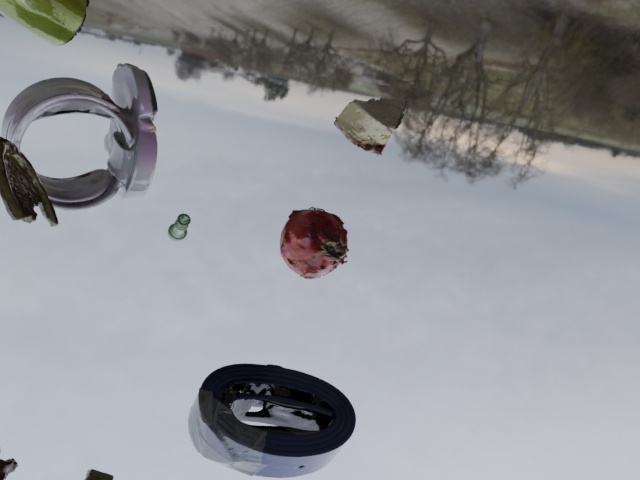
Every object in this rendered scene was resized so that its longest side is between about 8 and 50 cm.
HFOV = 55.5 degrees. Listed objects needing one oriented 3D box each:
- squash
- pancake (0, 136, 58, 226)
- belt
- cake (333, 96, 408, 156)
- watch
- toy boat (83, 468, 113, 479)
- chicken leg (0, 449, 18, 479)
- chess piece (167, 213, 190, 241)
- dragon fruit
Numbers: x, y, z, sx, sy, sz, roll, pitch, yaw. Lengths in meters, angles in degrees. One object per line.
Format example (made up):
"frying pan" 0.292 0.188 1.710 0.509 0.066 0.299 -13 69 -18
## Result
"squash" -0.448 -0.385 0.908 0.123 0.122 0.187 17 177 23
"pancake" -0.420 -0.065 0.867 0.020 0.184 0.190 -20 -141 -8
"belt" -0.103 0.388 1.307 0.347 0.117 0.212 14 -136 -16
"cake" 0.140 -0.240 1.290 0.221 0.086 0.116 -10 -124 -51
"watch" -0.408 -0.188 1.032 0.232 0.244 0.196 2 -156 -33
"toy boat" -0.189 0.247 0.449 0.047 0.149 0.049 28 154 -28
"chicken leg" -0.565 0.432 1.027 0.090 0.219 0.048 -1 -154 -44
"chess piece" -0.412 -0.045 1.809 0.059 0.059 0.149 3 159 -25
"dragon fruit" 0.000 0.000 1.214 0.153 0.152 0.111 3 175 -23
